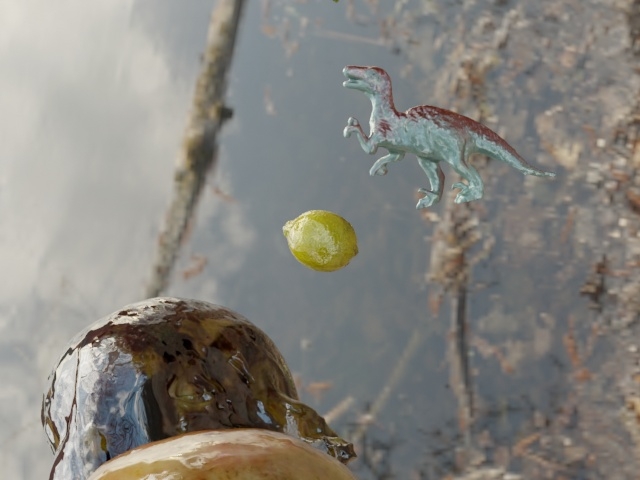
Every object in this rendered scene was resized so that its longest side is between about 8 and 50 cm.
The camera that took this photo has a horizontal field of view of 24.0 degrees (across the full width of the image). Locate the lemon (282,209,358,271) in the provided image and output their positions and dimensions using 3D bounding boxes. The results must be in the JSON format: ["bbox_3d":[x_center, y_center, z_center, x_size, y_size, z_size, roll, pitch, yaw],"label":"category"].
[{"bbox_3d":[0.000,0.000,1.522,0.083,0.062,0.062,19,103,18],"label":"lemon"}]

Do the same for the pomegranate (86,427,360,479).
[{"bbox_3d":[-0.075,0.303,1.169,0.322,0.322,0.322,-7,81,50],"label":"pomegranate"}]

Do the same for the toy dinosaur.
[{"bbox_3d":[0.146,-0.116,1.715,0.242,0.053,0.167,1,98,10],"label":"toy dinosaur"}]

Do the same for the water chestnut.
[{"bbox_3d":[-0.125,0.220,1.559,0.347,0.335,0.335,-7,80,36],"label":"water chestnut"}]

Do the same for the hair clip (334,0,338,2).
[{"bbox_3d":[-0.038,-0.357,1.925,0.033,0.188,0.060,-49,44,0],"label":"hair clip"}]
